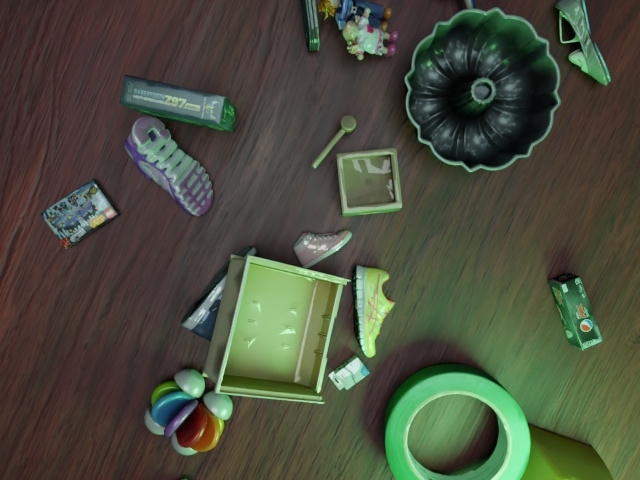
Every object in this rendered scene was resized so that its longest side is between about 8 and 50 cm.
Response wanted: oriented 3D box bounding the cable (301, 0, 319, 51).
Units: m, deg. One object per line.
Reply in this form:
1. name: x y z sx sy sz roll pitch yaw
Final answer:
1. cable: -0.015 -0.546 1.097 0.072 0.139 0.288 -14 99 -10

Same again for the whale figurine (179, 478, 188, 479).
1. whale figurine: -0.303 0.690 1.219 0.216 0.141 0.272 -23 72 -1

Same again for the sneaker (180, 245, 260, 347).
1. sneaker: -0.173 0.139 1.183 0.163 0.086 0.226 40 84 -15

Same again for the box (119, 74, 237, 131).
1. box: -0.268 -0.264 1.058 0.183 0.233 0.059 12 98 -4

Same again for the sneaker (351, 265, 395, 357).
1. sneaker: 0.122 0.160 1.203 0.094 0.081 0.209 -2 95 -6

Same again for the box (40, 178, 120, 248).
1. box: -0.520 -0.058 1.165 0.137 0.027 0.094 -34 98 0

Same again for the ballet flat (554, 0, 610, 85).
1. ballet flat: 0.575 -0.436 1.188 0.068 0.072 0.213 -19 97 26

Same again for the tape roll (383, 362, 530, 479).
1. tape roll: 0.305 0.448 1.225 0.321 0.077 0.322 0 94 3

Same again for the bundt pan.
1. bundt pan: 0.327 -0.309 1.148 0.330 0.124 0.331 0 95 -4

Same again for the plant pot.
1. plant pot: 0.543 0.576 1.217 0.212 0.187 0.212 20 93 -6

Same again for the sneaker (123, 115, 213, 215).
1. sneaker: -0.328 -0.149 1.144 0.236 0.104 0.095 54 46 -24

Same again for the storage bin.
1. storage bin: -0.084 0.184 1.116 0.260 0.123 0.263 15 84 -28

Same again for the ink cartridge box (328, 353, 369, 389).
1. ink cartridge box: 0.065 0.309 1.239 0.083 0.028 0.048 -38 96 1

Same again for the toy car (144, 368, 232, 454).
1. toy car: -0.294 0.386 1.169 0.182 0.136 0.159 41 92 -7

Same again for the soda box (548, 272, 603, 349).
1. soda box: 0.590 0.163 1.243 0.053 0.060 0.169 -22 96 -3

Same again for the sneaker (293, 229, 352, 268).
1. sneaker: 0.000 0.000 1.193 0.134 0.051 0.070 -33 102 4

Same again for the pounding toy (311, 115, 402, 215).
1. pounding toy: 0.072 -0.160 1.167 0.180 0.094 0.206 -6 87 2

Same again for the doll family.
1. doll family: 0.078 -0.505 1.109 0.163 0.118 0.263 3 101 -37

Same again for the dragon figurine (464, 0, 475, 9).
1. dragon figurine: 0.293 -0.599 1.135 0.289 0.085 0.144 45 92 -5
